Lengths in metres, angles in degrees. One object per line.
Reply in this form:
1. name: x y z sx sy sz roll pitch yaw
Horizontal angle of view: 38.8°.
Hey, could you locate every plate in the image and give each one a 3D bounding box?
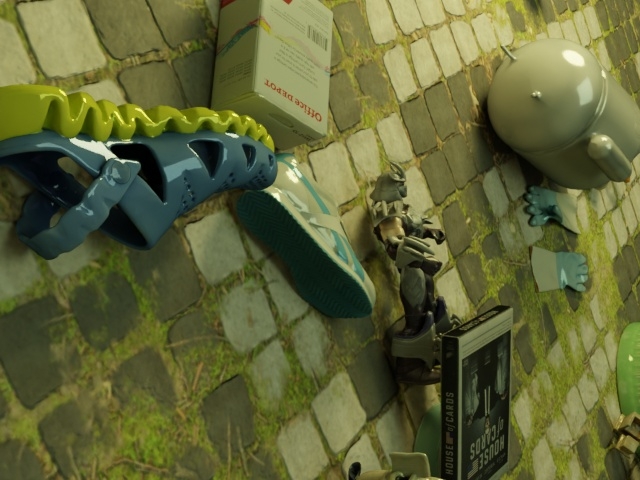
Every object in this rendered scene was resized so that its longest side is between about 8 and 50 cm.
1. plate: 0.186 0.313 1.237 0.188 0.024 0.188 19 65 -48

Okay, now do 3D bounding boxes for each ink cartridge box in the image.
1. ink cartridge box: -0.054 -0.210 1.053 0.127 0.072 0.175 27 59 -46

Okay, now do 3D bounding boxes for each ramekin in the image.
1. ramekin: 0.728 0.305 1.833 0.303 0.148 0.303 21 63 -48

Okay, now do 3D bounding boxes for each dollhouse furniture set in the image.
1. dollhouse furniture set: 0.581 0.443 1.684 0.161 0.101 0.182 38 61 6

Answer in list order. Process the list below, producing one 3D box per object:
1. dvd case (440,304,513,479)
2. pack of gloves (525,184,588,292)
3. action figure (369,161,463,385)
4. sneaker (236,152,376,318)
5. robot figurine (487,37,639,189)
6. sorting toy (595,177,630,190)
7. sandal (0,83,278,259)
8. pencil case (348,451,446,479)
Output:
1. dvd case: 0.205 0.219 1.189 0.179 0.030 0.238 -16 108 -56
2. pack of gloves: 0.447 -0.004 1.657 0.232 0.046 0.195 4 75 -51
3. action figure: 0.122 0.035 1.172 0.185 0.099 0.285 -45 123 -67
4. sneaker: 0.000 0.000 1.047 0.228 0.087 0.092 54 40 -29
5. robot figurine: 0.418 -0.215 1.558 0.353 0.200 0.300 26 20 -46
6. sorting toy: 0.539 -0.224 1.847 0.347 0.047 0.196 46 51 -33
7. sandal: -0.168 -0.055 0.831 0.317 0.126 0.138 -3 85 -44
8. pencil case: 0.041 0.420 0.901 0.183 0.160 0.410 61 39 -33
